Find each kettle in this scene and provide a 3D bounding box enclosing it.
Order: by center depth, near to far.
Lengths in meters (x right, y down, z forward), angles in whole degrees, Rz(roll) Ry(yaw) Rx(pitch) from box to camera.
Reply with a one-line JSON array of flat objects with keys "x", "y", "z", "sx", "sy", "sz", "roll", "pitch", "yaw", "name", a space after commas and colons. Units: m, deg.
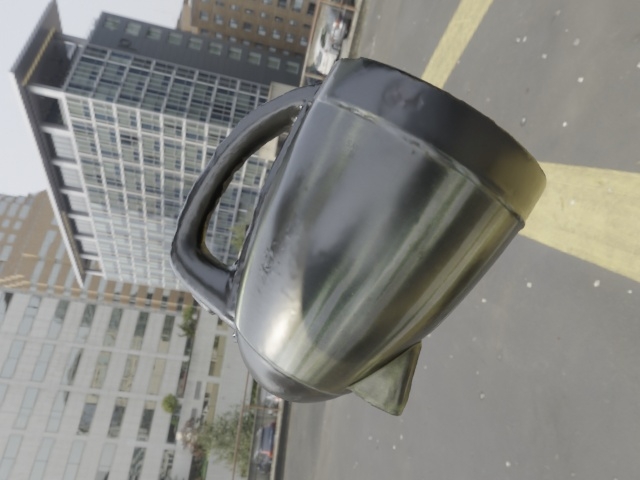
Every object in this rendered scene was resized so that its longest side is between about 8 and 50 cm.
[{"x": 0.009, "y": 0.007, "z": 0.421, "sx": 0.271, "sy": 0.251, "sz": 0.207, "roll": -59, "pitch": 15, "yaw": 5, "name": "kettle"}]
